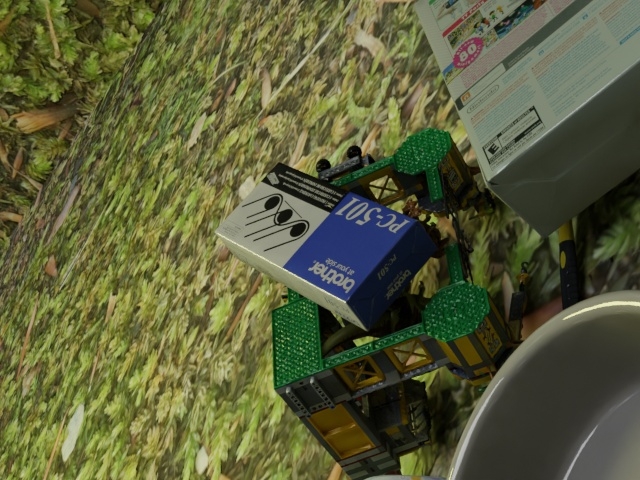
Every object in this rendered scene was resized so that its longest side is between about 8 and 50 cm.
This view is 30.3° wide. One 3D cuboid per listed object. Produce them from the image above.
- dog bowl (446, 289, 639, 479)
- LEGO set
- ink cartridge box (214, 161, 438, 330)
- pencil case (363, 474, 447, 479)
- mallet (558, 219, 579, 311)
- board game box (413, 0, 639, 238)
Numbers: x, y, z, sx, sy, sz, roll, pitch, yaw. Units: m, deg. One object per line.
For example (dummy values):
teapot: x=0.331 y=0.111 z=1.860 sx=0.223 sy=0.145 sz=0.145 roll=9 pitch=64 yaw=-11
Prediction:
dog bowl: x=0.206 y=0.191 z=0.800 sx=0.349 sy=0.102 sz=0.349 roll=-44 pitch=33 yaw=39
LEGO set: x=0.083 y=0.073 z=1.129 sx=0.254 sy=0.192 sz=0.331 roll=-28 pitch=39 yaw=9
ink cartridge box: x=0.000 y=0.000 z=1.072 sx=0.097 sy=0.046 sz=0.207 roll=-48 pitch=40 yaw=-13
pencil case: x=0.068 y=0.326 z=0.947 sx=0.124 sy=0.113 sz=0.273 roll=117 pitch=164 yaw=-60
mallet: x=0.221 y=-0.008 z=1.029 sx=0.062 sy=0.039 sz=0.190 roll=-39 pitch=41 yaw=41
board game box: x=0.219 y=-0.181 z=1.047 sx=0.224 sy=0.097 sz=0.303 roll=-38 pitch=36 yaw=21
